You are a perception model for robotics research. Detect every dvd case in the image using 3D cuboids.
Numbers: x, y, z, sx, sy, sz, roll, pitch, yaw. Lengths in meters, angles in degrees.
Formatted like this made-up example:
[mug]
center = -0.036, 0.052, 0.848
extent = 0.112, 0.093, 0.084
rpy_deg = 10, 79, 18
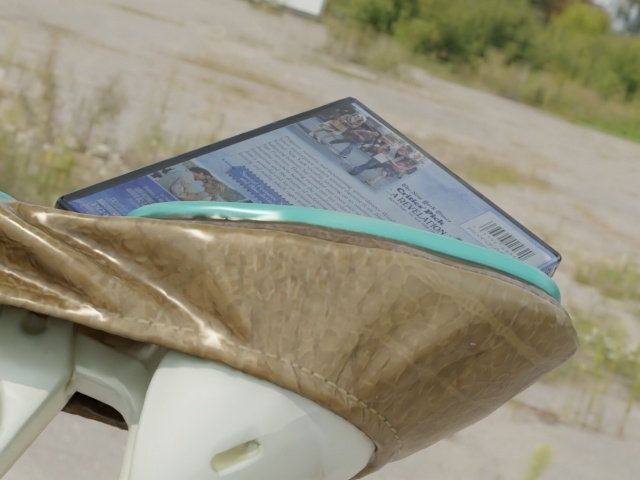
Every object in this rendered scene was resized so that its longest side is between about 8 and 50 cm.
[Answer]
[dvd case]
center = 0.000, 0.000, 0.845
extent = 0.180, 0.022, 0.253
rpy_deg = 39, 39, 24

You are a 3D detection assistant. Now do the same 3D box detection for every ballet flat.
[ballet flat]
center = -0.089, 0.040, 0.491
extent = 0.342, 0.124, 0.116
rpy_deg = 14, -29, -3
